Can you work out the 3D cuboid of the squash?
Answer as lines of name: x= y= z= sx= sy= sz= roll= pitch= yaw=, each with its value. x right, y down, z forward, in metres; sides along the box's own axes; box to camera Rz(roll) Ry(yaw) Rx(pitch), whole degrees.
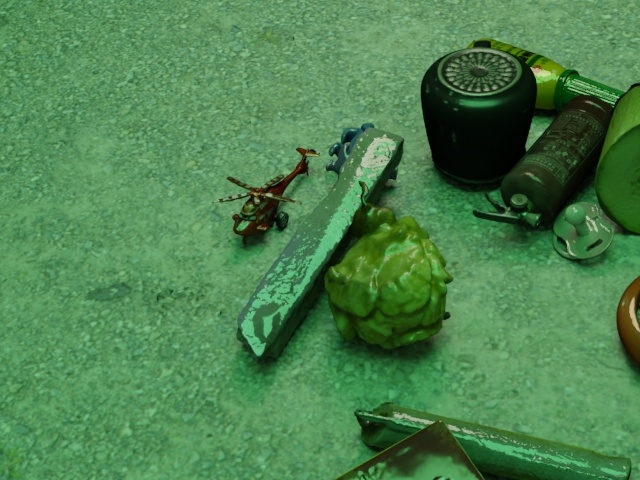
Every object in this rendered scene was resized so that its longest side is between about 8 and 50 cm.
squash: x=0.493 y=-0.114 z=1.417 sx=0.220 sy=0.220 sz=0.133 roll=13 pitch=49 yaw=20

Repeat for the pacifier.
pacifier: x=0.359 y=-0.020 z=1.447 sx=0.081 sy=0.078 sz=0.099 roll=-32 pitch=48 yaw=7

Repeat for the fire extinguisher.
fire extinguisher: x=0.332 y=-0.103 z=1.514 sx=0.105 sy=0.104 sz=0.269 roll=25 pitch=55 yaw=28

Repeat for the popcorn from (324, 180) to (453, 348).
popcorn: x=0.094 y=0.040 z=1.369 sx=0.168 sy=0.173 sz=0.195 roll=-27 pitch=35 yaw=46

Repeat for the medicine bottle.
medicine bottle: x=0.367 y=-0.246 z=1.661 sx=0.309 sy=0.076 sz=0.111 roll=25 pitch=56 yaw=27

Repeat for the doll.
doll: x=0.064 y=-0.127 z=1.602 sx=0.110 sy=0.067 sz=0.206 roll=5 pitch=37 yaw=1

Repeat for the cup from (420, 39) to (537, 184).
cup: x=0.242 y=-0.203 z=1.568 sx=0.169 sy=0.176 sz=0.223 roll=2 pitch=44 yaw=13

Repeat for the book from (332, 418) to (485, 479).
book: x=0.041 y=0.384 z=1.104 sx=0.374 sy=0.028 sz=0.262 roll=-28 pitch=55 yaw=-9

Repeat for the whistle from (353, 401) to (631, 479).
whistle: x=0.197 y=0.246 z=1.226 sx=0.326 sy=0.068 sz=0.057 roll=11 pitch=63 yaw=17

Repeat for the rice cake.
rice cake: x=0.001 y=0.000 z=1.444 sx=0.070 sy=0.064 sz=0.399 roll=26 pitch=66 yaw=18

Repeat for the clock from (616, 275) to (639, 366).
clock: x=0.482 y=0.110 z=1.321 sx=0.205 sy=0.051 sz=0.205 roll=-3 pitch=46 yaw=3

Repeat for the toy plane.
toy plane: x=-0.078 y=-0.073 z=1.567 sx=0.126 sy=0.077 sz=0.194 roll=7 pitch=40 yaw=10
